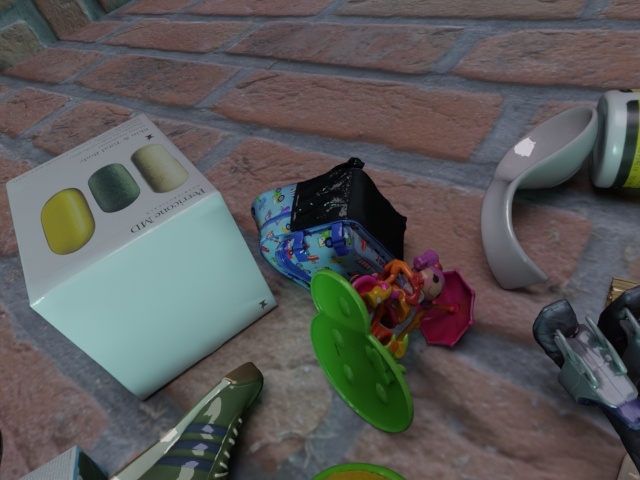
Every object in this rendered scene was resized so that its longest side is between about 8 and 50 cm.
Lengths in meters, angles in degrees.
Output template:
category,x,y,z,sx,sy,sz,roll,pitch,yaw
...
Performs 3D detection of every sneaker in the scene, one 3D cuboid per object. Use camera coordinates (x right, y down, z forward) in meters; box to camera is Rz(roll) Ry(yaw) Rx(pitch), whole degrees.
category,x,y,z,sx,sy,sz,roll,pitch,yaw
sneaker,-0.111,0.213,0.420,0.086,0.064,0.192,39,59,22

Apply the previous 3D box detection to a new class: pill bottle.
category,x,y,z,sx,sy,sz,roll,pitch,yaw
pill bottle,0.441,-0.119,0.507,0.208,0.119,0.119,4,49,22

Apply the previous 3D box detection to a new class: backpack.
category,x,y,z,sx,sy,sz,roll,pitch,yaw
backpack,0.000,0.000,0.520,0.173,0.158,0.117,-11,57,30

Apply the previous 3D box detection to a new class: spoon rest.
category,x,y,z,sx,sy,sz,roll,pitch,yaw
spoon rest,0.259,-0.074,0.535,0.137,0.084,0.276,-28,26,55

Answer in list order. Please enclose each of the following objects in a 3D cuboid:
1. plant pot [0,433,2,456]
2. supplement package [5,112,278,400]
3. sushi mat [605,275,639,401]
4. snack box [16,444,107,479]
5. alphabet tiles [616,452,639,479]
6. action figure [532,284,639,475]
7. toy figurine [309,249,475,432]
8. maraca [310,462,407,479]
category,x,y,z,sx,sy,sz,roll,pitch,yaw
plant pot,-0.492,0.219,0.414,0.215,0.231,0.216,-10,45,10
supplement package,-0.224,0.005,0.553,0.199,0.198,0.262,-34,46,-16
sushi mat,0.398,0.123,0.339,0.316,0.019,0.151,15,48,33
snack box,-0.248,0.326,0.298,0.187,0.060,0.322,-29,31,-11
alphabet tiles,0.313,0.264,0.248,0.277,0.021,0.284,23,57,34
action figure,0.252,0.166,0.274,0.185,0.099,0.285,-17,51,-3
toy figurine,0.084,0.068,0.434,0.159,0.173,0.130,-31,26,-30
maraca,0.032,0.256,0.301,0.127,0.099,0.186,-9,69,13
